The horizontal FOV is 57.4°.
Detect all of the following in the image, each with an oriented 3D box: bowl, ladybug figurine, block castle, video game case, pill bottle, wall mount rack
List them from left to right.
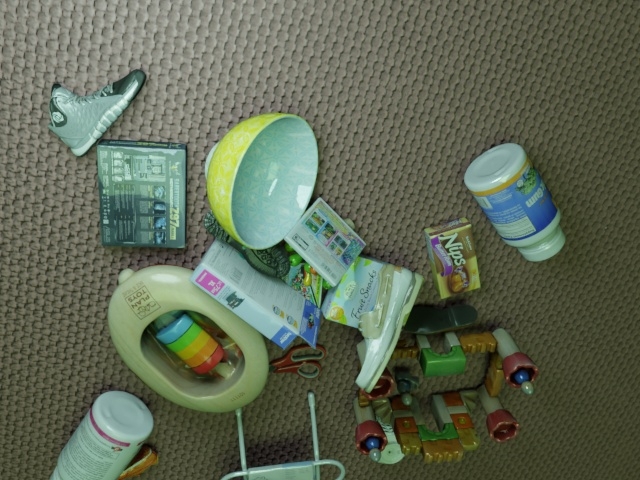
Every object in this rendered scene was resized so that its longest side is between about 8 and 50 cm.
[{"bbox_3d":[-0.564,0.537,1.491,0.160,0.160,0.283,31,106,-21],"label":"pill bottle"},{"bbox_3d":[-0.306,0.218,1.386,0.305,0.162,0.449,-32,116,7],"label":"ladybug figurine"},{"bbox_3d":[-0.148,-0.140,1.235,0.156,0.289,0.290,21,117,29],"label":"bowl"},{"bbox_3d":[-0.114,0.585,1.613,0.350,0.130,0.304,-5,119,-7],"label":"wall mount rack"},{"bbox_3d":[0.013,0.003,1.319,0.157,0.143,0.019,45,146,-9],"label":"video game case"},{"bbox_3d":[0.196,0.587,1.683,0.170,0.080,0.170,-3,116,-7],"label":"bowl"},{"bbox_3d":[0.310,0.413,1.527,0.453,0.213,0.303,-3,123,-8],"label":"block castle"},{"bbox_3d":[0.469,-0.082,1.382,0.152,0.152,0.272,-38,115,9],"label":"pill bottle"}]

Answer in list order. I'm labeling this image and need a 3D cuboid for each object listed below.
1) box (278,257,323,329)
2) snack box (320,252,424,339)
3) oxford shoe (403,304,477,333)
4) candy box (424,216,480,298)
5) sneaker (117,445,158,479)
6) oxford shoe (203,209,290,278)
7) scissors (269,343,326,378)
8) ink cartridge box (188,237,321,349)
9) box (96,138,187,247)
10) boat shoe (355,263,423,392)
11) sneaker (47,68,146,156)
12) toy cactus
[{"bbox_3d":[-0.056,0.142,1.462,0.114,0.036,0.207,1,114,-9],"label":"box"},{"bbox_3d":[0.128,0.135,1.455,0.207,0.070,0.175,18,98,-16],"label":"snack box"},{"bbox_3d":[0.302,0.217,1.542,0.212,0.076,0.076,-2,154,2],"label":"oxford shoe"},{"bbox_3d":[0.333,0.045,1.473,0.109,0.053,0.187,-16,117,-2],"label":"candy box"},{"bbox_3d":[-0.523,0.627,1.595,0.175,0.064,0.067,-26,126,6],"label":"sneaker"},{"bbox_3d":[-0.161,0.001,1.346,0.227,0.096,0.083,40,91,-8],"label":"oxford shoe"},{"bbox_3d":[-0.132,0.329,1.548,0.297,0.021,0.109,-2,117,-7],"label":"scissors"},{"bbox_3d":[-0.138,0.126,1.328,0.311,0.186,0.065,36,108,-10],"label":"ink cartridge box"},{"bbox_3d":[-0.387,-0.100,1.285,0.183,0.059,0.233,1,113,-10],"label":"box"},{"bbox_3d":[0.137,0.200,1.369,0.103,0.113,0.302,23,75,5],"label":"boat shoe"},{"bbox_3d":[-0.466,-0.285,1.175,0.132,0.086,0.228,41,103,-21],"label":"sneaker"},{"bbox_3d":[0.000,0.000,1.368,0.180,0.112,0.219,-32,88,-17],"label":"toy cactus"}]
